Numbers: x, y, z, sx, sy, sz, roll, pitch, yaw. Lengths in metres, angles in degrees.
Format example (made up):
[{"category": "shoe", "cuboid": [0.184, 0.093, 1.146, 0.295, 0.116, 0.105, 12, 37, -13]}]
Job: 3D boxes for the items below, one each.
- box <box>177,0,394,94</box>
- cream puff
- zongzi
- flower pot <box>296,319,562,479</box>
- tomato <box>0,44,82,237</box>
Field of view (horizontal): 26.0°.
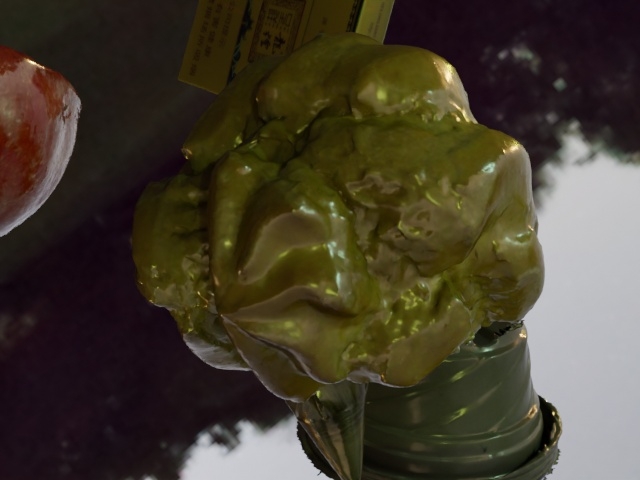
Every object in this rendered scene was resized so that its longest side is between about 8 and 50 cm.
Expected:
[{"category": "box", "cuboid": [-0.037, -0.197, 1.312, 0.279, 0.041, 0.153, 26, -77, 53]}, {"category": "cream puff", "cuboid": [-0.002, -0.005, 0.725, 0.221, 0.195, 0.195, -8, -153, 41]}, {"category": "zongzi", "cuboid": [0.037, 0.049, 1.035, 0.205, 0.204, 0.094, -34, 173, -26]}, {"category": "flower pot", "cuboid": [0.098, 0.120, 1.199, 0.235, 0.140, 0.235, 3, -157, -1]}, {"category": "tomato", "cuboid": [-0.290, -0.067, 1.064, 0.200, 0.140, 0.233, -1, 170, 9]}]
